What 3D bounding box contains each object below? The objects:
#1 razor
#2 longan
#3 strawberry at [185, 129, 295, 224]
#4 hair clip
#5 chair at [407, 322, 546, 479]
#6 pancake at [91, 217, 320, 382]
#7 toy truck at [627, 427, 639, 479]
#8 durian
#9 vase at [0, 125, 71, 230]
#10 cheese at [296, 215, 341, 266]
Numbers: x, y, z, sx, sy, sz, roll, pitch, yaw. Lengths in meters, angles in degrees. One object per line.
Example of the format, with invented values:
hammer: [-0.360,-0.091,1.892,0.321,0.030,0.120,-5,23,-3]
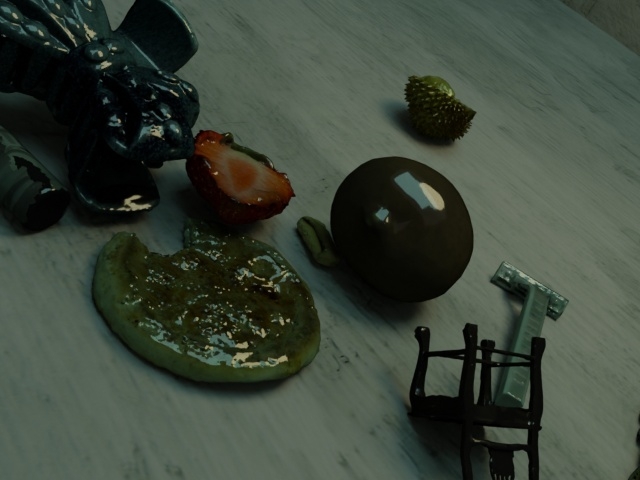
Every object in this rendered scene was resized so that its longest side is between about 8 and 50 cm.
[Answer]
razor: [0.267,0.120,0.983,0.111,0.056,0.278,32,33,2]
longan: [0.102,-0.014,0.944,0.189,0.189,0.189,19,34,-14]
strawberry: [-0.101,-0.063,0.919,0.146,0.082,0.187,23,20,-12]
hair clip: [-0.264,-0.178,0.875,0.310,0.194,0.206,46,38,3]
chair: [0.160,0.205,0.780,0.106,0.113,0.229,13,74,-22]
pancake: [-0.110,0.059,0.805,0.253,0.037,0.253,18,33,-12]
toy truck: [0.458,0.232,0.898,0.108,0.140,0.256,38,34,13]
durian: [0.213,-0.240,1.405,0.146,0.102,0.208,40,12,12]
vase: [-0.353,-0.096,0.811,0.211,0.060,0.060,42,35,18]
cheese: [0.000,0.000,0.973,0.044,0.030,0.083,29,21,-40]
